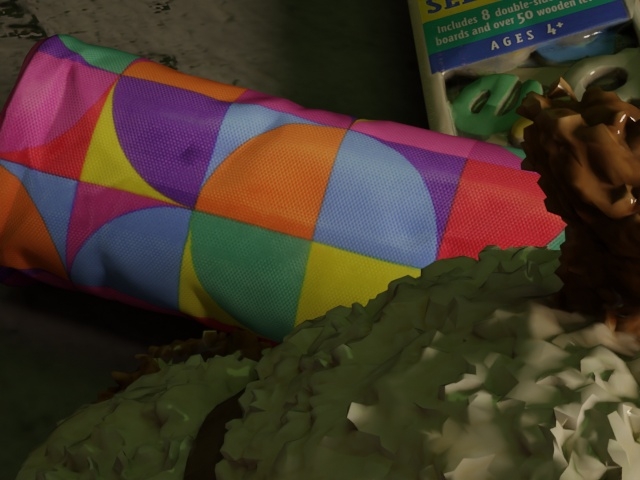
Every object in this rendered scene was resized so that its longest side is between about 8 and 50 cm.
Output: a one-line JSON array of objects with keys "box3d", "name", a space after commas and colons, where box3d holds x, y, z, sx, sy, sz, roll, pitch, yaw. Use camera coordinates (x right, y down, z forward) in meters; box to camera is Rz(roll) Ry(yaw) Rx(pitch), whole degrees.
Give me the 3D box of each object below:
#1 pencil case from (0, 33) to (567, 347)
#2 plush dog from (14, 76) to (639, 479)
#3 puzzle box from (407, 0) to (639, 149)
[{"box3d": [0.000, 0.000, 0.583, 0.236, 0.104, 0.104, 17, 37, 9], "name": "pencil case"}, {"box3d": [0.007, 0.084, 0.408, 0.225, 0.211, 0.262, -17, 29, 22], "name": "plush dog"}, {"box3d": [0.238, -0.129, 0.708, 0.409, 0.052, 0.272, -15, 36, 8], "name": "puzzle box"}]
